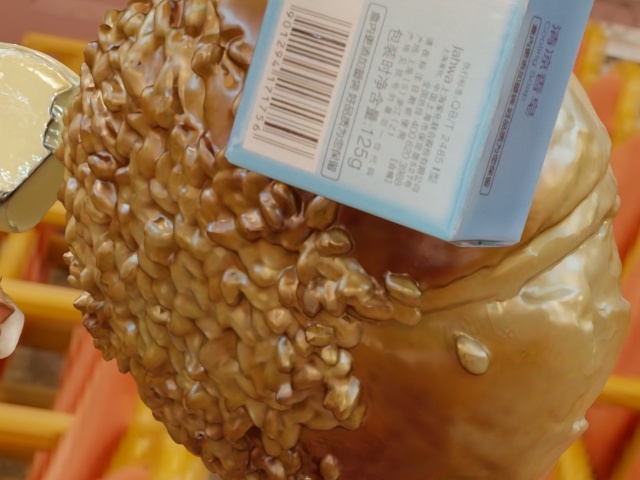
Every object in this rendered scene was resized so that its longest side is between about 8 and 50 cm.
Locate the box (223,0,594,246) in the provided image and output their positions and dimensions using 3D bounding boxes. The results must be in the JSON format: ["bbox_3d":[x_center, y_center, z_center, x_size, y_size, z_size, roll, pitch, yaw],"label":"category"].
[{"bbox_3d":[0.057,-0.126,0.958,0.143,0.232,0.083,20,7,30],"label":"box"}]

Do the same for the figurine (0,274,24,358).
[{"bbox_3d":[-0.220,0.072,0.897,0.111,0.102,0.195,5,50,17],"label":"figurine"}]

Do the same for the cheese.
[{"bbox_3d":[-0.263,-0.117,1.424,0.255,0.127,0.050,45,2,34],"label":"cheese"}]

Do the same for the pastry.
[{"bbox_3d":[0.000,0.000,1.201,0.409,0.409,0.245,23,36,35],"label":"pastry"}]
